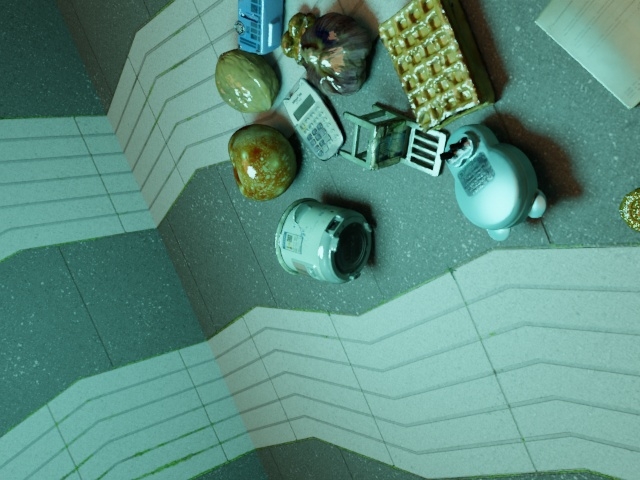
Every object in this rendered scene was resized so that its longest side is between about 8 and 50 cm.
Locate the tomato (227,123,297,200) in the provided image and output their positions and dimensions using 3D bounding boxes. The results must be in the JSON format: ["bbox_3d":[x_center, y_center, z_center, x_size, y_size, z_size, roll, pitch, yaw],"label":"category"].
[{"bbox_3d":[-0.194,-0.275,1.979,0.270,0.222,0.270,168,90,-76],"label":"tomato"}]

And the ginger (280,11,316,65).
[{"bbox_3d":[-0.064,-0.627,1.751,0.103,0.073,0.162,31,127,18],"label":"ginger"}]

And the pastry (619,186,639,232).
[{"bbox_3d":[0.681,-0.064,1.192,0.109,0.057,0.097,-11,96,50],"label":"pastry"}]

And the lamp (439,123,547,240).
[{"bbox_3d":[0.409,-0.152,1.386,0.284,0.147,0.209,50,139,6],"label":"lamp"}]

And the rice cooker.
[{"bbox_3d":[0.000,0.000,1.867,0.316,0.264,0.317,29,159,12],"label":"rice cooker"}]

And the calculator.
[{"bbox_3d":[-0.017,-0.383,1.854,0.177,0.040,0.268,-34,83,53],"label":"calculator"}]

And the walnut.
[{"bbox_3d":[-0.249,-0.534,1.921,0.245,0.198,0.198,46,142,-5],"label":"walnut"}]

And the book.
[{"bbox_3d":[0.587,-0.425,1.123,0.283,0.025,0.215,53,140,14],"label":"book"}]

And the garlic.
[{"bbox_3d":[0.032,-0.522,1.618,0.245,0.160,0.245,26,128,38],"label":"garlic"}]

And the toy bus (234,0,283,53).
[{"bbox_3d":[-0.187,-0.705,1.783,0.133,0.116,0.234,27,137,21],"label":"toy bus"}]

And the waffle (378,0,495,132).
[{"bbox_3d":[0.287,-0.441,1.419,0.213,0.091,0.308,-20,93,53],"label":"waffle"}]

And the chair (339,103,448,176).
[{"bbox_3d":[0.194,-0.266,1.583,0.270,0.147,0.136,35,133,36],"label":"chair"}]
